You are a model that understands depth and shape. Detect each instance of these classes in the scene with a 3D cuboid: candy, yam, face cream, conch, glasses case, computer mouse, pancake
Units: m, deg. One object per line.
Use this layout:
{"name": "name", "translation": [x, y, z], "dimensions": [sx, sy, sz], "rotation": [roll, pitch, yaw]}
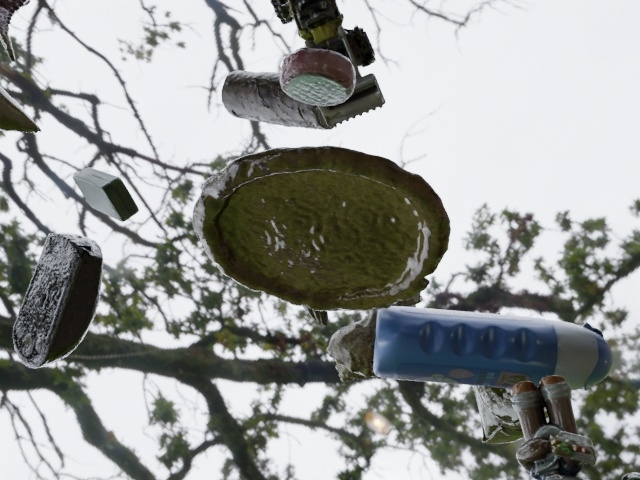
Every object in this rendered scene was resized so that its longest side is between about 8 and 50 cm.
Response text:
{"name": "candy", "translation": [-0.003, -0.219, 0.946], "dimensions": [0.103, 0.103, 0.043], "rotation": [29, -116, -51]}
{"name": "yam", "translation": [-0.082, -0.311, 1.554], "dimensions": [0.131, 0.280, 0.130], "rotation": [-22, -62, -50]}
{"name": "face cream", "translation": [0.195, 0.126, 0.805], "dimensions": [0.149, 0.264, 0.083], "rotation": [70, -156, -75]}
{"name": "conch", "translation": [0.099, 0.158, 1.196], "dimensions": [0.207, 0.130, 0.155], "rotation": [-56, 2, 9]}
{"name": "glasses case", "translation": [-0.404, -0.088, 1.318], "dimensions": [0.039, 0.184, 0.077], "rotation": [-38, -60, -23]}
{"name": "computer mouse", "translation": [-0.500, 0.121, 1.379], "dimensions": [0.100, 0.170, 0.269], "rotation": [20, -89, -50]}
{"name": "pancake", "translation": [0.000, -0.001, 0.531], "dimensions": [0.199, 0.200, 0.021], "rotation": [70, -156, -46]}

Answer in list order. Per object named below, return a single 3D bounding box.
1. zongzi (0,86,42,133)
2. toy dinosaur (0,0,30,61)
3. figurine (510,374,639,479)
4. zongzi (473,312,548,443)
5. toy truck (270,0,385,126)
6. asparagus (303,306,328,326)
{"name": "zongzi", "translation": [-0.526, -0.257, 0.983], "dimensions": [0.318, 0.289, 0.154], "rotation": [11, -110, -30]}
{"name": "toy dinosaur", "translation": [-0.537, -0.399, 1.195], "dimensions": [0.251, 0.200, 0.072], "rotation": [-64, -17, -51]}
{"name": "figurine", "translation": [0.199, 0.208, 0.583], "dimensions": [0.147, 0.197, 0.093], "rotation": [-20, -30, 22]}
{"name": "zongzi", "translation": [0.281, 0.183, 1.048], "dimensions": [0.094, 0.204, 0.204], "rotation": [-7, -26, -6]}
{"name": "toy truck", "translation": [0.005, -0.330, 1.119], "dimensions": [0.136, 0.285, 0.111], "rotation": [-21, 2, 10]}
{"name": "asparagus", "translation": [-0.038, 0.066, 1.628], "dimensions": [0.080, 0.080, 0.287], "rotation": [-22, -86, -34]}
